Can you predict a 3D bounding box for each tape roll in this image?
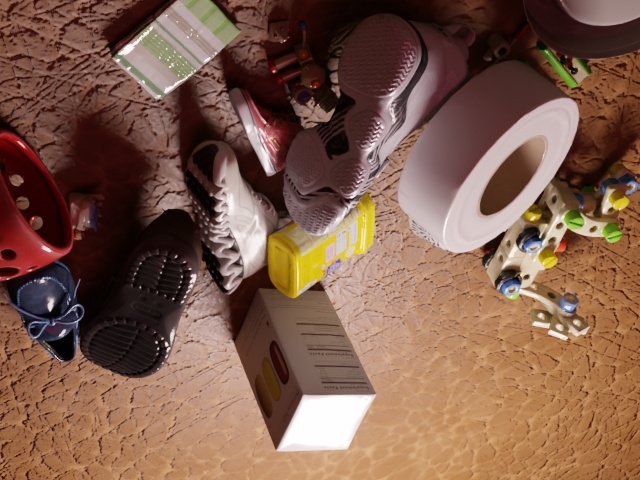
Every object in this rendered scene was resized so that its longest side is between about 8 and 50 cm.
[{"bbox_3d":[0.247,-0.119,1.777,0.286,0.100,0.286,-37,153,-23],"label":"tape roll"}]

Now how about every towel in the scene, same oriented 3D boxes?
[{"bbox_3d":[-0.196,-0.268,1.635,0.152,0.023,0.113,-38,137,9],"label":"towel"}]

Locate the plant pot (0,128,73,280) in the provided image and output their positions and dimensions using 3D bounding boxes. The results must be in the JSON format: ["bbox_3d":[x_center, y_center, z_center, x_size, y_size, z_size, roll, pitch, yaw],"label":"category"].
[{"bbox_3d":[-0.452,-0.032,1.619,0.174,0.191,0.191,-24,137,10],"label":"plant pot"}]

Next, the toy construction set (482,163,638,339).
[{"bbox_3d":[0.411,0.017,2.101,0.215,0.151,0.327,-1,120,-24],"label":"toy construction set"}]

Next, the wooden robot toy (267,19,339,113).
[{"bbox_3d":[-0.022,-0.229,1.707,0.076,0.079,0.173,-29,136,2],"label":"wooden robot toy"}]

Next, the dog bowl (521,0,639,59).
[{"bbox_3d":[0.422,-0.428,1.713,0.349,0.102,0.348,-13,134,-14],"label":"dog bowl"}]

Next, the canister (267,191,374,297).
[{"bbox_3d":[0.000,0.000,1.886,0.170,0.073,0.126,-35,145,-31],"label":"canister"}]

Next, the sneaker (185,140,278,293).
[{"bbox_3d":[-0.127,-0.048,1.820,0.118,0.110,0.292,-24,143,-16],"label":"sneaker"}]

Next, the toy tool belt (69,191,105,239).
[{"bbox_3d":[-0.336,-0.035,1.761,0.051,0.052,0.083,-5,133,-10],"label":"toy tool belt"}]

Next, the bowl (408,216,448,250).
[{"bbox_3d":[0.238,-0.037,2.006,0.170,0.080,0.170,-13,133,-14],"label":"bowl"}]

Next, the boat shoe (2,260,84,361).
[{"bbox_3d":[-0.387,0.105,1.785,0.109,0.089,0.258,-20,157,-3],"label":"boat shoe"}]

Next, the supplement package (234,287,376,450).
[{"bbox_3d":[-0.030,0.210,1.991,0.134,0.244,0.139,4,128,-28],"label":"supplement package"}]

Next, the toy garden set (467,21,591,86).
[{"bbox_3d":[0.281,-0.231,1.867,0.244,0.049,0.204,-40,135,13],"label":"toy garden set"}]

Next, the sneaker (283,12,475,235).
[{"bbox_3d":[0.093,-0.163,1.736,0.210,0.137,0.365,-15,141,-44],"label":"sneaker"}]

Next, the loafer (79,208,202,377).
[{"bbox_3d":[-0.257,0.085,1.852,0.134,0.130,0.366,28,136,-11],"label":"loafer"}]

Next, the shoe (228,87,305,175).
[{"bbox_3d":[-0.070,-0.170,1.755,0.081,0.063,0.178,-27,141,-2],"label":"shoe"}]
